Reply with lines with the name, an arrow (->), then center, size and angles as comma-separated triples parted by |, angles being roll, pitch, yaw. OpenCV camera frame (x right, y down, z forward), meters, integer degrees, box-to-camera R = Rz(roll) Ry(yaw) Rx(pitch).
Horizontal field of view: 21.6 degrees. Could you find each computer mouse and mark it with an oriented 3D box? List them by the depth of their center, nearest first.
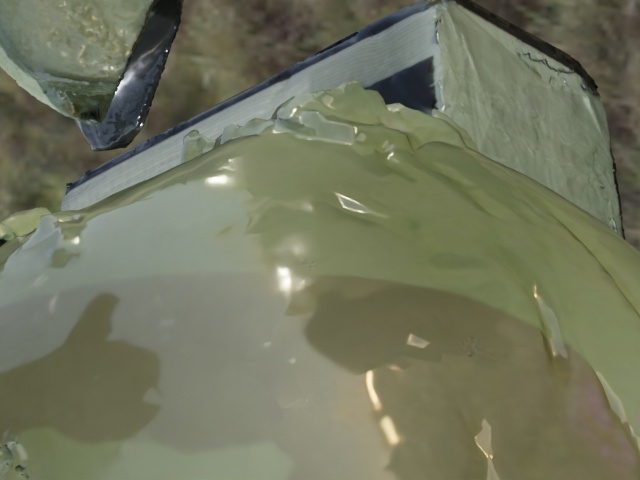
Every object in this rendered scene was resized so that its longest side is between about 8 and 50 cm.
computer mouse -> -0.102, -0.106, 0.860 | 0.079, 0.047, 0.135 | -104, 35, -55

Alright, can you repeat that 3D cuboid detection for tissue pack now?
tissue pack -> 0.000, 0.000, 1.144 | 0.370, 0.210, 0.198 | -23, 64, 38

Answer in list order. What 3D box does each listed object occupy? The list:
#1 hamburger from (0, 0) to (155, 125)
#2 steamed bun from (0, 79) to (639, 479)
hamburger -> -0.109, -0.122, 0.740 | 0.121, 0.084, 0.054 | -65, 8, -9
steamed bun -> -0.036, 0.133, 0.463 | 0.334, 0.233, 0.312 | -60, 36, 16
